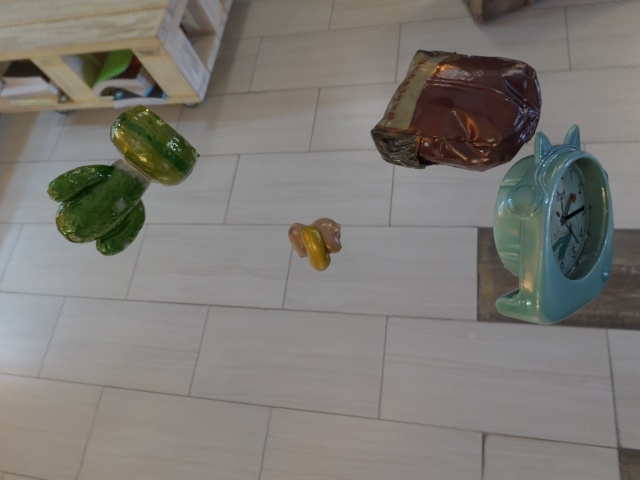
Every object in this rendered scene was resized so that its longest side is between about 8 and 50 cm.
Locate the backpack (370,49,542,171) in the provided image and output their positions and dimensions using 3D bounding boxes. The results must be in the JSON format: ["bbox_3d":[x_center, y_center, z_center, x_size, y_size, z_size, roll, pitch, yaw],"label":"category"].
[{"bbox_3d":[0.300,-0.270,1.053,0.317,0.197,0.284,18,77,36],"label":"backpack"}]

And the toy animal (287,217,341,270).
[{"bbox_3d":[0.000,0.000,0.871,0.082,0.091,0.114,-36,18,-22],"label":"toy animal"}]

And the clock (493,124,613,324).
[{"bbox_3d":[0.347,-0.029,0.741,0.094,0.223,0.274,5,106,52],"label":"clock"}]

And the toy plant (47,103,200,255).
[{"bbox_3d":[-0.422,-0.118,1.047,0.184,0.224,0.316,34,84,34],"label":"toy plant"}]
